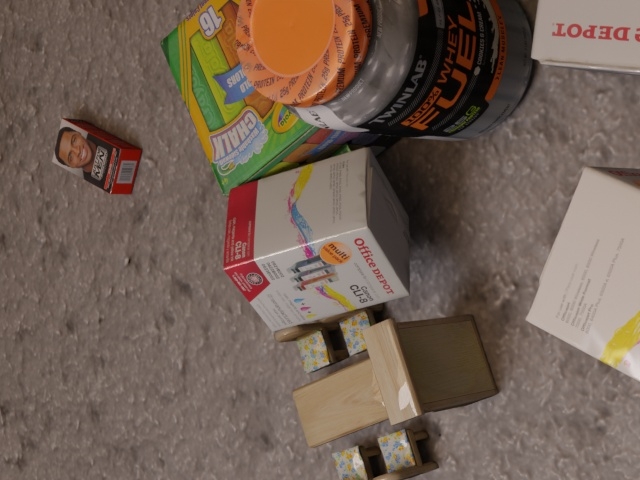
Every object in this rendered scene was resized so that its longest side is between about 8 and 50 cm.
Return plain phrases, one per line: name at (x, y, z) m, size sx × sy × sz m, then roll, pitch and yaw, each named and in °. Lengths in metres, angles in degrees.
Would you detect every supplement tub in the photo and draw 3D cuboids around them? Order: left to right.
supplement tub at (0.070, -0.207, 1.306) m, size 0.193 × 0.316 × 0.193 m, roll 1°, pitch 92°, yaw 39°

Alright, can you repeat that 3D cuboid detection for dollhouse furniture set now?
dollhouse furniture set at (0.052, 0.174, 1.424) m, size 0.242 × 0.161 × 0.212 m, roll -27°, pitch 74°, yaw 36°

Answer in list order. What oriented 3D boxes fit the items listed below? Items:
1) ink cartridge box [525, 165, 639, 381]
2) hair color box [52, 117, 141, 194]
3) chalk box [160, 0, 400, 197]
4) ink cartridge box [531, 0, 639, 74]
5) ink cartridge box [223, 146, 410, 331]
ink cartridge box at (0.352, 0.047, 1.173) m, size 0.233 × 0.171 × 0.168 m, roll 29°, pitch 108°, yaw 35°
hair color box at (-0.327, -0.123, 1.806) m, size 0.141 × 0.043 × 0.072 m, roll 26°, pitch 107°, yaw 37°
chalk box at (-0.031, -0.158, 1.478) m, size 0.180 × 0.179 × 0.289 m, roll -37°, pitch 68°, yaw 34°
ink cartridge box at (0.348, -0.311, 1.200) m, size 0.223 × 0.129 × 0.307 m, roll 12°, pitch 98°, yaw 38°
ink cartridge box at (0.000, 0.000, 1.390) m, size 0.176 × 0.128 × 0.127 m, roll -17°, pitch 45°, yaw 19°
